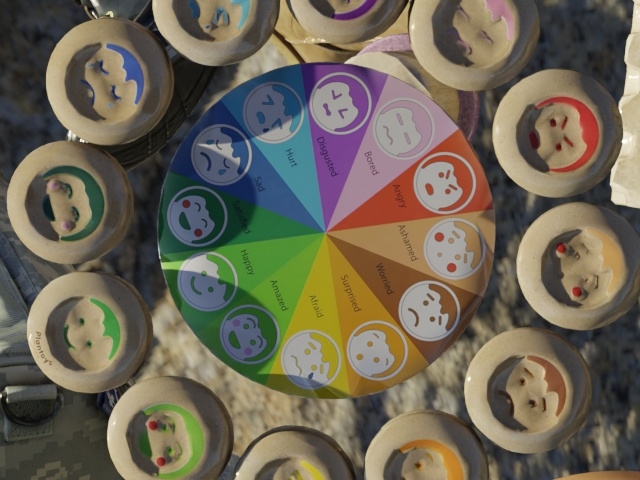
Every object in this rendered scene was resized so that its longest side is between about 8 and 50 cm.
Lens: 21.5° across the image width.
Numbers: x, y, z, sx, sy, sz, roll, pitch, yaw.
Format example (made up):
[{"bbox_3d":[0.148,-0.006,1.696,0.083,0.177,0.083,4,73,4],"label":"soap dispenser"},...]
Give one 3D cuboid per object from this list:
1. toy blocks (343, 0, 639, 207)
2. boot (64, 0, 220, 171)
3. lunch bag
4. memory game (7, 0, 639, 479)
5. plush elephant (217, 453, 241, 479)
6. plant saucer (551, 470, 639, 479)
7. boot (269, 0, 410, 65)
[{"bbox_3d":[0.154,-0.146,0.660,0.309,0.260,0.288,7,98,16],"label":"toy blocks"},{"bbox_3d":[-0.160,-0.166,1.239,0.179,0.085,0.236,28,62,14],"label":"boot"},{"bbox_3d":[-0.239,0.104,1.155,0.213,0.256,0.305,-10,36,-23],"label":"lunch bag"},{"bbox_3d":[0.000,0.000,0.483,0.186,0.012,0.186,1,96,6],"label":"memory game"},{"bbox_3d":[-0.171,0.216,0.813,0.330,0.272,0.255,-53,22,-6],"label":"plush elephant"},{"bbox_3d":[0.126,0.199,0.719,0.200,0.037,0.200,0,100,2],"label":"plant saucer"},{"bbox_3d":[0.075,-0.179,1.482,0.269,0.236,0.089,5,70,50],"label":"boot"}]
